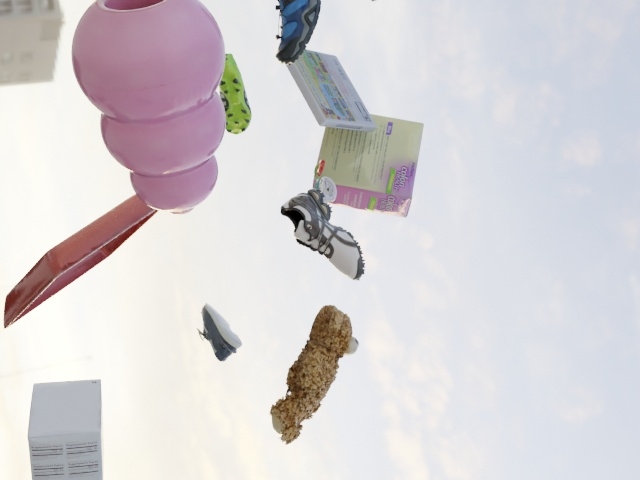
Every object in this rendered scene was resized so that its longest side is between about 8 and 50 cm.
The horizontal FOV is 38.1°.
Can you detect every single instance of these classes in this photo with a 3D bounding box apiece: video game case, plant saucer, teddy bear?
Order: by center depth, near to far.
[{"bbox_3d":[-0.403,0.024,1.545,0.047,0.259,0.258,51,-43,-4],"label":"plant saucer"},{"bbox_3d":[-0.009,0.318,2.130,0.113,0.338,0.245,23,-29,17],"label":"teddy bear"},{"bbox_3d":[0.018,-0.357,2.187,0.026,0.206,0.226,-40,-112,32],"label":"video game case"}]

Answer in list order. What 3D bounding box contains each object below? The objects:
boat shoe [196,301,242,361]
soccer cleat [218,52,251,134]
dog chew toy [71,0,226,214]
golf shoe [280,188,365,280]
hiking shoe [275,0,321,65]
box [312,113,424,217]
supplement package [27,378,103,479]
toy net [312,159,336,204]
[{"bbox_3d":[-0.290,0.254,2.566,0.079,0.095,0.254,-49,-145,2],"label":"boat shoe"},{"bbox_3d":[-0.161,-0.269,1.715,0.178,0.060,0.072,89,-4,-56],"label":"soccer cleat"},{"bbox_3d":[-0.224,-0.183,1.303,0.206,0.207,0.331,44,-32,48],"label":"dog chew toy"},{"bbox_3d":[0.000,0.000,1.656,0.198,0.094,0.077,53,-40,23],"label":"golf shoe"},{"bbox_3d":[-0.063,-0.524,1.949,0.113,0.132,0.303,-155,-101,-76],"label":"hiking shoe"},{"bbox_3d":[0.117,-0.193,2.293,0.117,0.243,0.213,94,6,-66],"label":"box"},{"bbox_3d":[-0.544,0.439,1.997,0.194,0.149,0.203,-114,-155,-60],"label":"supplement package"},{"bbox_3d":[0.011,-0.120,2.101,0.232,0.045,0.122,-147,-108,-81],"label":"toy net"}]
